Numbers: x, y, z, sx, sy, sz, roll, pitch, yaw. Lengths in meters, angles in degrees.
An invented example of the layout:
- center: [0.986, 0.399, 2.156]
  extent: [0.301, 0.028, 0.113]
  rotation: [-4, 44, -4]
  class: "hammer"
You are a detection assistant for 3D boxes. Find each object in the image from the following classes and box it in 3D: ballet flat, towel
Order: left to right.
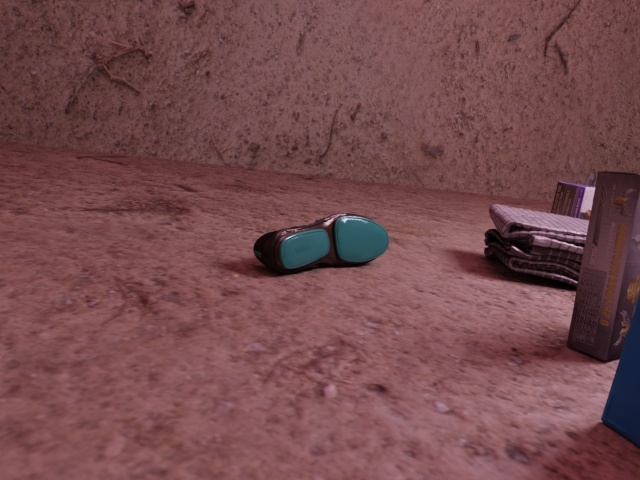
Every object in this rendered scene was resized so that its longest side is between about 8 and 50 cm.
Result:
- center: [0.000, 0.000, 0.921]
  extent: [0.280, 0.095, 0.096]
  rotation: [-4, 4, -44]
  class: "ballet flat"
- center: [0.490, 0.020, 1.080]
  extent: [0.283, 0.121, 0.235]
  rotation: [10, 13, 5]
  class: "towel"

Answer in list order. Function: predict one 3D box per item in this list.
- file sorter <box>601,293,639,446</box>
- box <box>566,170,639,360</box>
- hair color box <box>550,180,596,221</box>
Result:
- center: [0.342, 0.105, 0.436]
  extent: [0.104, 0.170, 0.118]
  rotation: [7, 11, -21]
  class: "file sorter"
- center: [0.416, 0.029, 0.688]
  extent: [0.183, 0.231, 0.056]
  rotation: [0, 10, -35]
  class: "box"
- center: [0.810, -0.056, 1.473]
  extent: [0.338, 0.185, 0.110]
  rotation: [3, 14, -20]
  class: "hair color box"
